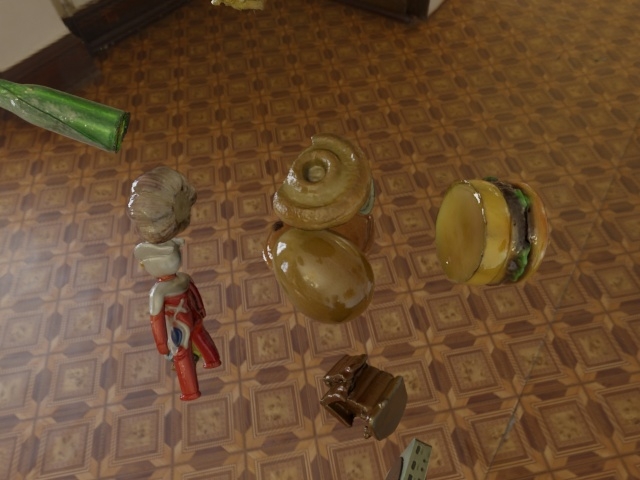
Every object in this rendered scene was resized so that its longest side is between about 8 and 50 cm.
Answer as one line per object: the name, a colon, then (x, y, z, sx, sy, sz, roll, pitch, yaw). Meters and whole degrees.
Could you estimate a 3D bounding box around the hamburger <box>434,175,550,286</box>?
hamburger: (0.599, -0.014, 1.541, 0.277, 0.395, 0.395, 1, 54, -10)

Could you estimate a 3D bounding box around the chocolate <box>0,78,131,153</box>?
chocolate: (-0.591, -0.289, 0.992, 0.291, 0.110, 0.110, 17, 54, -14)

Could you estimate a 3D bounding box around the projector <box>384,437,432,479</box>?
projector: (0.172, 0.619, 1.006, 0.079, 0.259, 0.257, 23, 45, 12)

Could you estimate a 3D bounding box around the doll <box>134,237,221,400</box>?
doll: (-0.319, 0.155, 0.995, 0.099, 0.384, 0.188, -8, 14, 12)

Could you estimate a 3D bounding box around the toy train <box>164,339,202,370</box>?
toy train: (-0.459, 0.369, 1.535, 0.089, 0.127, 0.219, -49, 22, 14)

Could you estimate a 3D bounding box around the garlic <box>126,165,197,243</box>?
garlic: (-0.309, -0.068, 0.853, 0.102, 0.147, 0.159, 5, 51, 11)

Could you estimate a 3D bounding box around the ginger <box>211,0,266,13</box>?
ginger: (-0.060, -0.411, 0.387, 0.166, 0.375, 0.236, 4, 73, -24)

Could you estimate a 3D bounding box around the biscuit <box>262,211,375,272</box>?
biscuit: (0.000, -0.001, 1.708, 0.455, 0.078, 0.349, -20, 49, -4)

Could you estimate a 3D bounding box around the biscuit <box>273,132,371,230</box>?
biscuit: (0.019, -0.148, 1.111, 0.213, 0.091, 0.274, 18, 66, 18)

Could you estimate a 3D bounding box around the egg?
egg: (0.005, 0.094, 1.270, 0.322, 0.250, 0.250, 39, 62, -1)

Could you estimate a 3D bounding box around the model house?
model house: (0.106, 0.423, 1.222, 0.229, 0.219, 0.199, 18, 45, 34)

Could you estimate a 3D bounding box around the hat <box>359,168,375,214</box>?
hat: (0.084, -0.199, 1.532, 0.110, 0.252, 0.252, -16, 55, -17)
